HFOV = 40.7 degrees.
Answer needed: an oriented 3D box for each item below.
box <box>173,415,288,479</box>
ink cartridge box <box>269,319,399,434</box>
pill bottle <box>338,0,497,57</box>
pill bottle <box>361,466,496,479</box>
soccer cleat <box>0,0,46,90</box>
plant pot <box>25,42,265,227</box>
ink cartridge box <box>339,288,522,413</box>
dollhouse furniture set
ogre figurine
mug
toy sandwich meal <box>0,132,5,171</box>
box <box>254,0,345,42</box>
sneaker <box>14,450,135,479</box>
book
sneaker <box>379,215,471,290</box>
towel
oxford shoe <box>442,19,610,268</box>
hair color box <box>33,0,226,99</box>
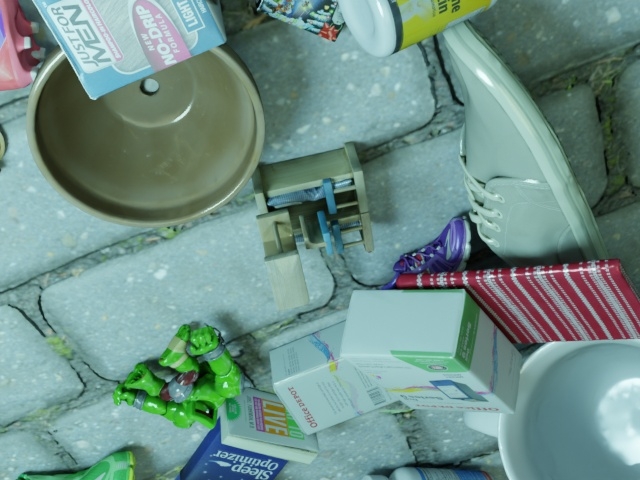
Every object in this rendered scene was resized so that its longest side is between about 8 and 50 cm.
[{"bbox_3d":[-0.126,0.341,1.347,0.136,0.036,0.225,19,124,-25],"label":"box"},{"bbox_3d":[0.031,0.187,1.229,0.175,0.072,0.127,-22,129,7],"label":"ink cartridge box"},{"bbox_3d":[0.115,-0.261,0.850,0.184,0.103,0.103,-28,131,-12],"label":"pill bottle"},{"bbox_3d":[0.178,0.440,1.429,0.222,0.124,0.124,6,127,-16],"label":"pill bottle"},{"bbox_3d":[-0.329,-0.250,0.806,0.095,0.083,0.248,-4,132,-2],"label":"soccer cleat"},{"bbox_3d":[-0.180,-0.137,0.903,0.238,0.109,0.237,-6,128,-7],"label":"plant pot"},{"bbox_3d":[0.146,0.144,1.091,0.154,0.093,0.212,-3,153,32],"label":"ink cartridge box"},{"bbox_3d":[0.000,0.000,1.000,0.129,0.183,0.129,-13,130,-1],"label":"dollhouse furniture set"},{"bbox_3d":[-0.185,0.197,1.183,0.197,0.097,0.118,-43,113,9],"label":"ogre figurine"},{"bbox_3d":[0.390,0.266,1.242,0.374,0.276,0.328,0,173,29],"label":"mug"},{"bbox_3d":[-0.387,-0.100,0.943,0.086,0.029,0.085,-6,129,-7],"label":"toy sandwich meal"},{"bbox_3d":[0.004,-0.280,0.877,0.094,0.027,0.137,16,123,-24],"label":"box"},{"bbox_3d":[-0.401,0.403,1.294,0.296,0.109,0.123,-32,131,15],"label":"sneaker"},{"bbox_3d":[-0.077,0.265,1.256,0.144,0.096,0.035,18,126,-25],"label":"book"},{"bbox_3d":[0.137,0.034,1.134,0.071,0.068,0.170,24,121,-20],"label":"sneaker"},{"bbox_3d":[0.252,0.077,1.053,0.275,0.031,0.199,-7,150,33],"label":"towel"},{"bbox_3d":[0.229,-0.064,1.014,0.130,0.169,0.449,-26,134,12],"label":"oxford shoe"},{"bbox_3d":[-0.160,-0.273,0.643,0.105,0.347,0.173,-21,130,6],"label":"hair color box"}]
